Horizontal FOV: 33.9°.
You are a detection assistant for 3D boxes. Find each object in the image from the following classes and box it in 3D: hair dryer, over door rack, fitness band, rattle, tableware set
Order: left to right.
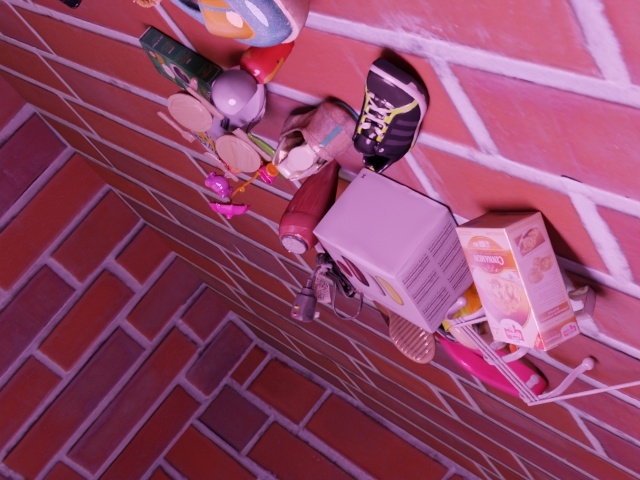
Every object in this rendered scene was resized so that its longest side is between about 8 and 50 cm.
[{"bbox_3d":[-0.175,-0.192,1.794,0.194,0.039,0.128,41,146,-17],"label":"tableware set"},{"bbox_3d":[0.000,0.000,1.871,0.080,0.293,0.223,3,-178,28],"label":"hair dryer"},{"bbox_3d":[0.345,0.247,2.189,0.209,0.054,0.291,46,167,-28],"label":"fitness band"},{"bbox_3d":[0.323,0.131,1.911,0.200,0.143,0.130,28,-156,-19],"label":"rattle"},{"bbox_3d":[0.391,0.164,1.707,0.239,0.108,0.324,45,152,-21],"label":"over door rack"}]

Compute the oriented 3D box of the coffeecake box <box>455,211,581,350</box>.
[{"bbox_3d":[0.283,0.055,1.518,0.142,0.068,0.185,3,115,69],"label":"coffeecake box"}]

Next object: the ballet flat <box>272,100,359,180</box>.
[{"bbox_3d":[-0.026,-0.155,1.740,0.107,0.106,0.316,41,167,-5],"label":"ballet flat"}]

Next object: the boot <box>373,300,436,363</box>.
[{"bbox_3d":[0.203,0.192,2.253,0.248,0.090,0.207,56,-173,37],"label":"boot"}]

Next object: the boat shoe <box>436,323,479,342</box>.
[{"bbox_3d":[0.215,0.122,2.030,0.254,0.095,0.079,45,167,-30],"label":"boat shoe"}]

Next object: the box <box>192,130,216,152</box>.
[{"bbox_3d":[-0.229,-0.244,2.118,0.059,0.054,0.169,37,167,14],"label":"box"}]

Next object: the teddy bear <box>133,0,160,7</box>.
[{"bbox_3d":[-0.362,-0.479,1.576,0.338,0.113,0.245,45,164,-23],"label":"teddy bear"}]

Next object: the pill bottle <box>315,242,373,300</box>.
[{"bbox_3d":[0.076,0.036,2.100,0.108,0.108,0.180,24,161,49],"label":"pill bottle"}]

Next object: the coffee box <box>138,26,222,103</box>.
[{"bbox_3d":[-0.246,-0.316,1.955,0.184,0.040,0.113,34,166,26],"label":"coffee box"}]

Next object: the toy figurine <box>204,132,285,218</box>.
[{"bbox_3d":[-0.169,-0.128,2.111,0.173,0.159,0.130,44,166,-15],"label":"toy figurine"}]

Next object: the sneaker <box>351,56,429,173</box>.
[{"bbox_3d":[0.090,-0.156,1.437,0.084,0.097,0.234,34,166,19],"label":"sneaker"}]

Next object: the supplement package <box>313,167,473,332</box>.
[{"bbox_3d":[0.132,0.018,1.790,0.194,0.149,0.203,29,165,37],"label":"supplement package"}]

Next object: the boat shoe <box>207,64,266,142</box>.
[{"bbox_3d":[-0.136,-0.243,1.804,0.095,0.084,0.258,39,156,-3],"label":"boat shoe"}]

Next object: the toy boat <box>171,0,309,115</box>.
[{"bbox_3d":[-0.124,-0.301,1.429,0.267,0.148,0.318,33,165,26],"label":"toy boat"}]

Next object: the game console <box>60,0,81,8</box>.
[{"bbox_3d":[-0.482,-0.506,1.885,0.144,0.124,0.085,35,-167,19],"label":"game console"}]
